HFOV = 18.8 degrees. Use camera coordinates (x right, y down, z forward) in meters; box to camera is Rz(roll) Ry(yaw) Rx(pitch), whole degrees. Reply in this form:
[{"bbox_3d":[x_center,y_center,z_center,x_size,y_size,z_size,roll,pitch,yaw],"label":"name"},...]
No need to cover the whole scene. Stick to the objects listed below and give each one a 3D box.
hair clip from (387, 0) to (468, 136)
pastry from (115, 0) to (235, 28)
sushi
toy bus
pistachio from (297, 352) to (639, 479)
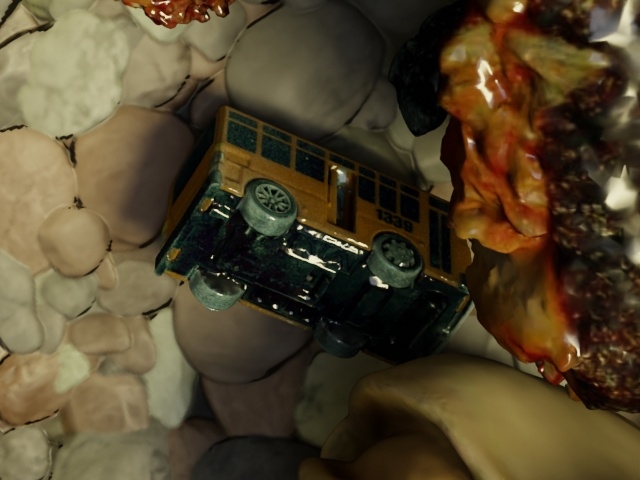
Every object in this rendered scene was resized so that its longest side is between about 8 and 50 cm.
[{"bbox_3d":[0.178,-0.161,1.116,0.194,0.206,0.310,31,98,-17],"label":"hair clip"},{"bbox_3d":[-0.045,-0.212,1.113,0.115,0.097,0.208,43,92,-13],"label":"pastry"},{"bbox_3d":[0.156,-0.062,0.962,0.181,0.196,0.343,2,117,19],"label":"sushi"},{"bbox_3d":[0.000,0.000,1.178,0.182,0.103,0.091,23,128,-17],"label":"toy bus"},{"bbox_3d":[0.134,0.223,1.095,0.281,0.445,0.365,-49,116,-13],"label":"pistachio"}]
